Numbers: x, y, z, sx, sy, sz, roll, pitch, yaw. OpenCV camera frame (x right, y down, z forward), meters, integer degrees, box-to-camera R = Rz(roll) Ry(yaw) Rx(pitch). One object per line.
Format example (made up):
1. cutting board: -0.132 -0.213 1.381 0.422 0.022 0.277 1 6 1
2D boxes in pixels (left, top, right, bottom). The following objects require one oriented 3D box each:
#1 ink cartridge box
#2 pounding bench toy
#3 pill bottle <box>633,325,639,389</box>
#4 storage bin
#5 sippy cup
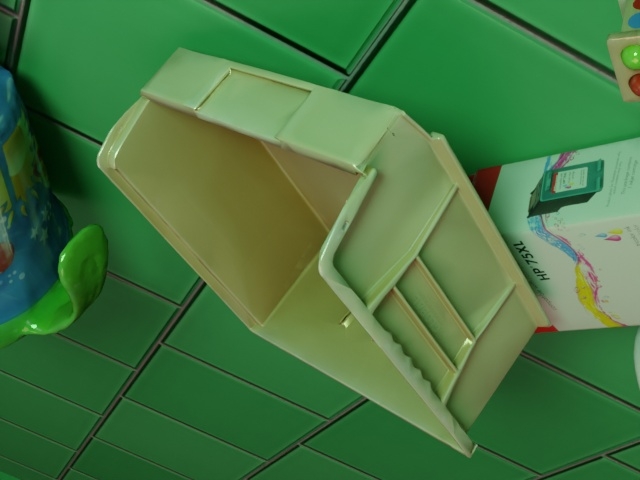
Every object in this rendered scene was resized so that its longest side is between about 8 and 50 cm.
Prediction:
1. ink cartridge box: 0.201 0.002 0.764 0.231 0.078 0.134 -10 137 41
2. pounding bench toy: 0.196 -0.128 0.576 0.052 0.065 0.083 -1 143 31
3. pill bottle: 0.365 0.086 0.760 0.121 0.121 0.221 38 145 -27
4. storage bin: 0.000 0.000 0.744 0.262 0.123 0.260 24 160 45
5. sippy cup: -0.341 -0.048 0.880 0.305 0.240 0.224 0 140 -10
